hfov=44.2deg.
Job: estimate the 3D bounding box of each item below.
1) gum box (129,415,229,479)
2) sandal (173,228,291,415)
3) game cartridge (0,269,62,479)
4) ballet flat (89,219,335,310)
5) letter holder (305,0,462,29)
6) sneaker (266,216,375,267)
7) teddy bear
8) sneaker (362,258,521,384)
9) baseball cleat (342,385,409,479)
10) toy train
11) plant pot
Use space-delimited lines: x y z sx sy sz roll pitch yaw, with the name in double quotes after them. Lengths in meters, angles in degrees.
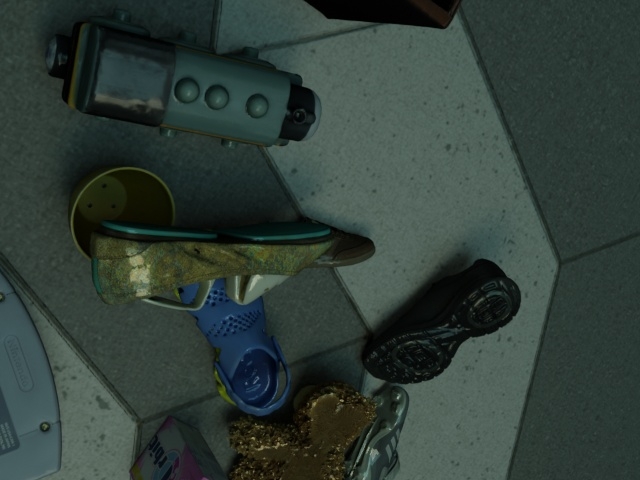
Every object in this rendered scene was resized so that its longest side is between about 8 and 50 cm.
-0.201 0.351 1.137 0.062 0.188 0.107 36 89 -31 "gum box"
-0.116 0.128 1.137 0.126 0.138 0.317 -28 115 -14 "sandal"
-0.443 0.176 0.988 0.198 0.062 0.297 -19 93 -23 "game cartridge"
-0.132 0.032 1.017 0.349 0.123 0.123 -1 108 -40 "ballet flat"
0.070 -0.394 0.953 0.152 0.302 0.214 27 93 -30 "letter holder"
0.000 0.000 1.189 0.189 0.066 0.071 -6 109 -25 "sneaker"
-0.054 0.356 1.274 0.245 0.113 0.337 12 109 -23 "teddy bear"
0.194 0.134 1.309 0.286 0.130 0.109 -32 114 12 "sneaker"
0.110 0.346 1.370 0.109 0.072 0.205 21 102 -44 "baseball cleat"
-0.162 -0.187 0.974 0.334 0.190 0.142 9 103 -28 "toy train"
-0.269 -0.041 1.021 0.134 0.095 0.134 -13 115 -29 "plant pot"
